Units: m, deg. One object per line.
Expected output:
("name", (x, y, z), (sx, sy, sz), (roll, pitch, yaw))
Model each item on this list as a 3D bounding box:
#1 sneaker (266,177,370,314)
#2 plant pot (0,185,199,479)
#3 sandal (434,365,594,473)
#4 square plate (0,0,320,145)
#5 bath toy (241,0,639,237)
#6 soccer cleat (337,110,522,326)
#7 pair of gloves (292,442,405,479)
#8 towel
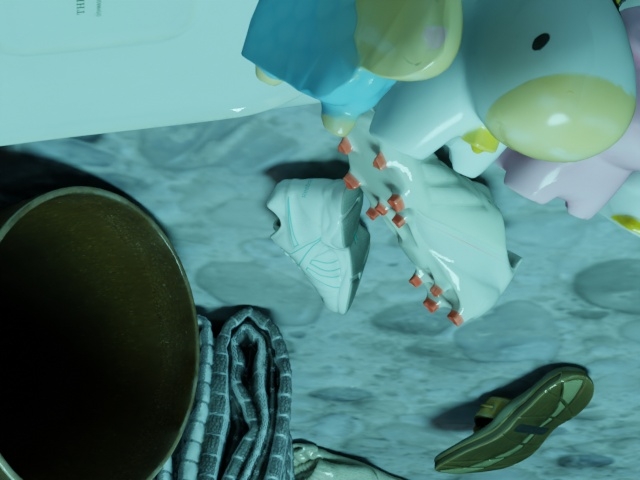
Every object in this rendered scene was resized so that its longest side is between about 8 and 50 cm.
("sneaker", (0.000, 0.000, 0.957), (0.061, 0.054, 0.152), (12, 149, 14))
("plant pot", (-0.243, 0.078, 0.975), (0.230, 0.215, 0.215), (-4, 152, 36))
("sandal", (0.171, 0.157, 1.222), (0.072, 0.049, 0.180), (16, 133, -33))
("square plate", (-0.106, -0.137, 0.625), (0.344, 0.049, 0.347), (-8, 155, -15))
("bath toy", (0.131, -0.078, 0.681), (0.348, 0.151, 0.129), (15, 107, -47))
("soccer cleat", (0.074, -0.026, 0.897), (0.068, 0.076, 0.196), (29, 158, 47))
("pair of gloves", (-0.030, 0.277, 1.441), (0.240, 0.042, 0.204), (-23, 141, 35))
("towel", (-0.076, 0.228, 1.117), (0.121, 0.284, 0.235), (2, 151, -1))
